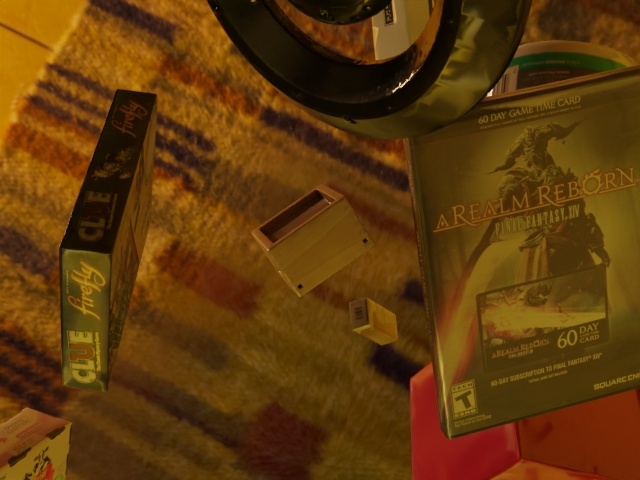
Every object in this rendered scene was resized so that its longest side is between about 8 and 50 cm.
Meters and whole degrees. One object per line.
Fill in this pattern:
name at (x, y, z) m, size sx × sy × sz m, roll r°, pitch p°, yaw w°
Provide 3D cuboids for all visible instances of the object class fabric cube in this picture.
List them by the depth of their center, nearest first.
fabric cube at (0.307, 0.283, 1.255) m, size 0.259 × 0.258 × 0.254 m, roll 19°, pitch 47°, yaw -18°

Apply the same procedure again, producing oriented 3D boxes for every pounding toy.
pounding toy at (0.000, 0.000, 1.054) m, size 0.130 × 0.141 × 0.100 m, roll -35°, pitch 108°, yaw -6°

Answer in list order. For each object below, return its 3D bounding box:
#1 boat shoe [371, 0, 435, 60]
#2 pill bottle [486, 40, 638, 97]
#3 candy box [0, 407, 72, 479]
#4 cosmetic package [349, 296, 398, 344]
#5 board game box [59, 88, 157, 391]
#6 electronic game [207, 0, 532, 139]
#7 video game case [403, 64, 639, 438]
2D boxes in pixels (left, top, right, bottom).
boat shoe at (0.112, -0.277, 0.849) m, size 0.102 × 0.108 × 0.301 m, roll -8°, pitch 100°, yaw -22°
pill bottle at (0.266, -0.027, 0.985) m, size 0.204 × 0.204 × 0.361 m, roll 8°, pitch 74°, yaw 3°
candy box at (-0.376, 0.321, 1.003) m, size 0.070 × 0.165 × 0.196 m, roll 14°, pitch 104°, yaw 15°
cosmetic package at (0.103, 0.156, 1.641) m, size 0.041 × 0.115 × 0.060 m, roll -20°, pitch 61°, yaw 28°
board game box at (-0.193, -0.007, 0.788) m, size 0.042 × 0.165 × 0.243 m, roll 8°, pitch 39°, yaw -6°
electronic game at (0.006, -0.157, 0.437) m, size 0.229 × 0.229 × 0.048 m, roll 43°, pitch 56°, yaw 11°
video game case at (0.175, 0.015, 0.680) m, size 0.196 × 0.026 × 0.274 m, roll -13°, pitch 112°, yaw -8°
